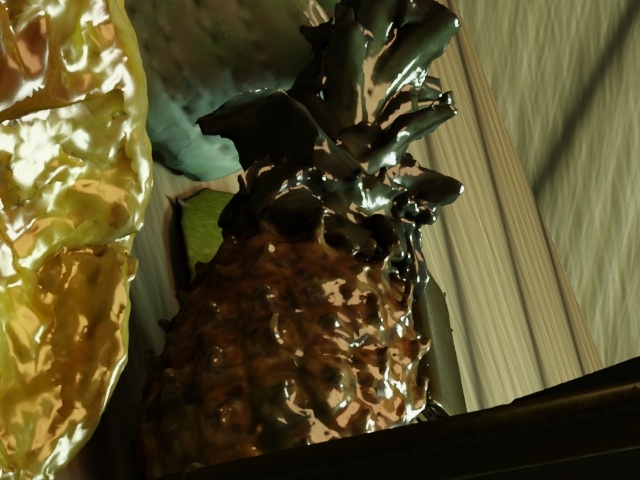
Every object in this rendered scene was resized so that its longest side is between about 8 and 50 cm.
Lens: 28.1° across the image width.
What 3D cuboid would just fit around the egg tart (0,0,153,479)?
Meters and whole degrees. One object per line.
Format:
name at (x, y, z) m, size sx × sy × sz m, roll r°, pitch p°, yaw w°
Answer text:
egg tart at (-0.132, -0.011, 0.415) m, size 0.241 × 0.106 × 0.241 m, roll 8°, pitch 90°, yaw -76°

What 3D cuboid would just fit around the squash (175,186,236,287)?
squash at (-0.014, 0.037, 0.840) m, size 0.184 × 0.085 × 0.191 m, roll 39°, pitch 32°, yaw -61°

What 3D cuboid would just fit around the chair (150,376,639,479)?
chair at (0.088, 0.194, 0.335) m, size 0.364 × 0.410 × 0.362 m, roll 62°, pitch 16°, yaw 3°

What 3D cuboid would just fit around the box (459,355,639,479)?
box at (0.173, 0.271, 0.848) m, size 0.345 × 0.251 × 0.204 m, roll 70°, pitch 16°, yaw 4°

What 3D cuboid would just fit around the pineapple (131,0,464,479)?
pineapple at (0.000, 0.000, 0.676) m, size 0.170 × 0.141 × 0.310 m, roll 34°, pitch 61°, yaw -32°

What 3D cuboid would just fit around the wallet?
wallet at (0.106, 0.102, 1.230) m, size 0.110 × 0.031 × 0.198 m, roll 53°, pitch 22°, yaw -43°

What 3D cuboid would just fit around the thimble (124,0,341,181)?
thimble at (-0.052, -0.144, 0.837) m, size 0.185 × 0.149 × 0.211 m, roll 69°, pitch 16°, yaw 8°
